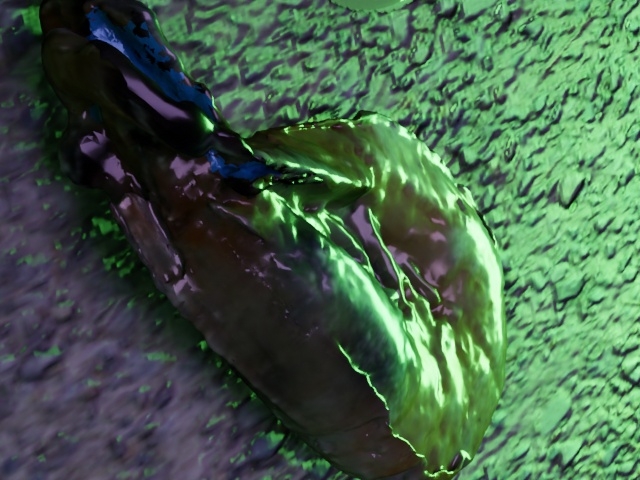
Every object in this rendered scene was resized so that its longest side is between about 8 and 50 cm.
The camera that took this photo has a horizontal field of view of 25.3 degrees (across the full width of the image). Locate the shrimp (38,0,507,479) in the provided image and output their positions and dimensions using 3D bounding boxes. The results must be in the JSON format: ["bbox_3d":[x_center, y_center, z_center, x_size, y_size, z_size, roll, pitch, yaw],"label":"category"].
[{"bbox_3d":[0.000,0.000,0.853,0.445,0.110,0.221,42,60,-43],"label":"shrimp"}]

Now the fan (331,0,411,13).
[{"bbox_3d":[-0.012,-0.209,0.874,0.329,0.009,0.191,-35,119,-37],"label":"fan"}]
